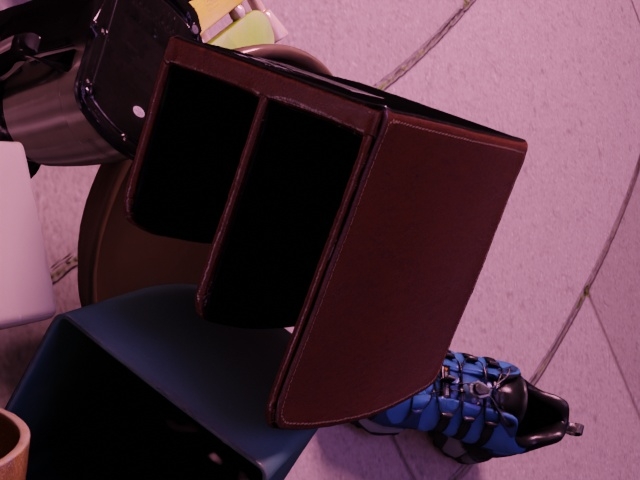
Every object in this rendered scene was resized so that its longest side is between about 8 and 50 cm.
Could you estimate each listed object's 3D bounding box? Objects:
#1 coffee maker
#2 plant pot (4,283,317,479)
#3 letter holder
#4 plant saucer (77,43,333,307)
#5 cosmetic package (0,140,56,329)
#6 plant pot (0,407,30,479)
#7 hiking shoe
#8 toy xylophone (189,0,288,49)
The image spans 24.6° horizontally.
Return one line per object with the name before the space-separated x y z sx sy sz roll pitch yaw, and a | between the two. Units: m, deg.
coffee maker | -0.174 -0.112 0.994 0.120 0.178 0.171 60 40 -27
plant pot | -0.094 0.131 1.016 0.166 0.165 0.234 36 22 10
letter holder | 0.000 0.000 1.004 0.302 0.152 0.214 0 110 -66
plant saucer | -0.081 -0.023 1.117 0.278 0.041 0.277 -33 138 -35
cosmetic package | -0.280 0.014 0.744 0.309 0.160 0.113 -12 90 -74
plant pot | -0.265 0.223 0.745 0.237 0.237 0.254 -12 105 -57
hiking shoe | 0.128 0.137 1.404 0.304 0.132 0.113 25 60 -50
toy xylophone | -0.102 -0.213 1.220 0.322 0.081 0.236 60 37 -25
